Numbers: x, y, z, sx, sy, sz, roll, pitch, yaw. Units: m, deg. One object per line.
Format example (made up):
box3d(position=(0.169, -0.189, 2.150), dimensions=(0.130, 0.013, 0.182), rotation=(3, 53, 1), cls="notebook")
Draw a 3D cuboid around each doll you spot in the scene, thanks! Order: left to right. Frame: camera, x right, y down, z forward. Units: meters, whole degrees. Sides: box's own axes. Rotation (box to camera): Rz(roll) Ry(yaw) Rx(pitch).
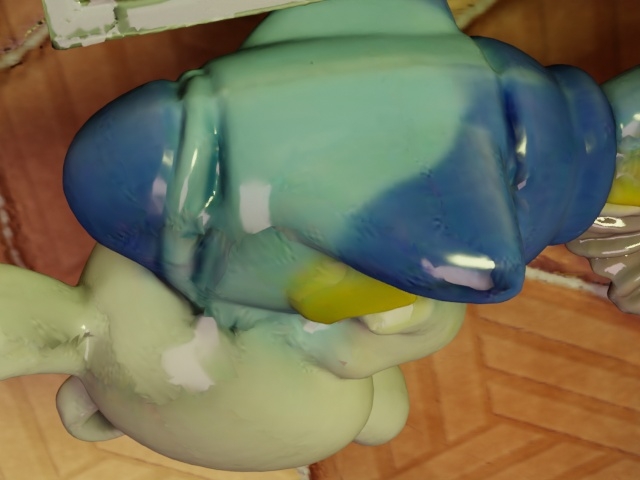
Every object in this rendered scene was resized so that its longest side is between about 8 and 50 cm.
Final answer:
box3d(position=(-0.004, -0.008, 0.913), dimensions=(0.365, 0.376, 0.187), rotation=(-38, 78, 33), cls="doll")

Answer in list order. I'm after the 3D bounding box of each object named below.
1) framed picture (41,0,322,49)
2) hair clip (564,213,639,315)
box3d(position=(-0.027, -0.233, 0.760), dimensions=(0.231, 0.018, 0.293), rotation=(-10, 114, 0), cls="framed picture")
box3d(position=(0.271, -0.028, 0.980), dimensions=(0.300, 0.069, 0.173), rotation=(-30, 115, 27), cls="hair clip")
